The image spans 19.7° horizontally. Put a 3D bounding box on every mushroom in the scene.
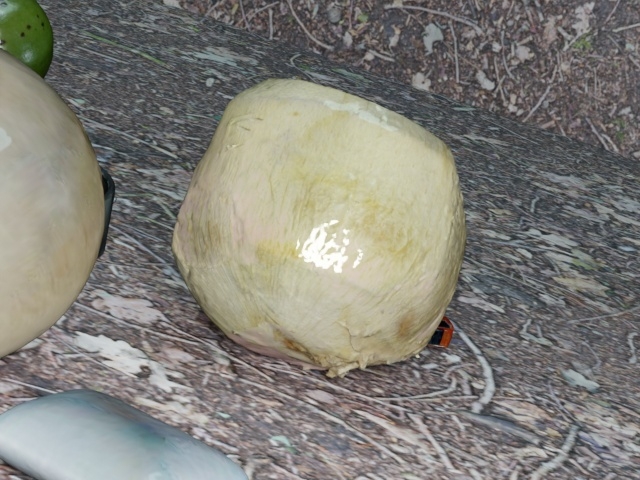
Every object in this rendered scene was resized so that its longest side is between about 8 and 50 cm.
[{"bbox_3d":[-0.370,-0.020,1.575,0.362,0.294,0.362,12,44,-12],"label":"mushroom"}]

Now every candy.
[{"bbox_3d":[-0.154,0.167,1.405,0.174,0.071,0.138,23,15,26],"label":"candy"}]

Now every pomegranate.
[{"bbox_3d":[-0.478,-0.263,2.549,0.181,0.181,0.224,24,37,27],"label":"pomegranate"}]

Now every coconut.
[{"bbox_3d":[0.000,0.000,1.849,0.297,0.254,0.297,23,-10,4],"label":"coconut"}]

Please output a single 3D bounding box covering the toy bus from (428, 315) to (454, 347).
[{"bbox_3d":[0.097,0.097,2.065,0.110,0.031,0.043,9,18,-24],"label":"toy bus"}]

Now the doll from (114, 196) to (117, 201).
[{"bbox_3d":[-0.303,-0.068,2.226,0.114,0.039,0.057,28,58,9],"label":"doll"}]

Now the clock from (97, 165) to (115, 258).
[{"bbox_3d":[-0.413,-0.073,2.030,0.386,0.076,0.386,16,13,-4],"label":"clock"}]
